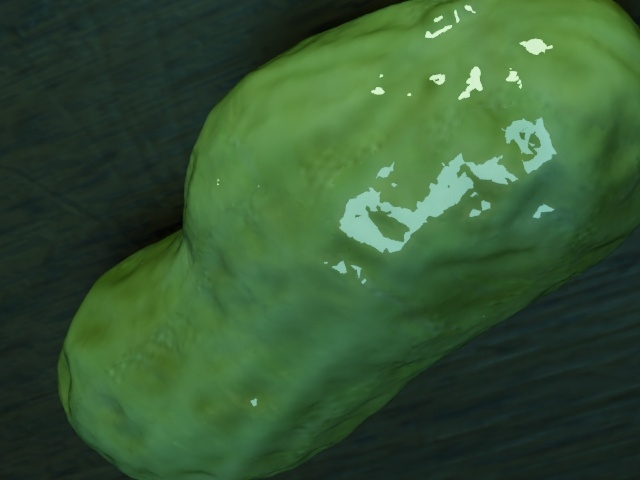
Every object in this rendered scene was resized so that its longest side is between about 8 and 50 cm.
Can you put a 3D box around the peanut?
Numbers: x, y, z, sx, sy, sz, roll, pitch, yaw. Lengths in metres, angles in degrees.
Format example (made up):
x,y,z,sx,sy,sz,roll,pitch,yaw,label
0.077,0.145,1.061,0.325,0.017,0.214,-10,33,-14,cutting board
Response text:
x,y,z,sx,sy,sz,roll,pitch,yaw,label
0.000,0.000,0.616,0.147,0.147,0.319,44,124,-14,peanut
